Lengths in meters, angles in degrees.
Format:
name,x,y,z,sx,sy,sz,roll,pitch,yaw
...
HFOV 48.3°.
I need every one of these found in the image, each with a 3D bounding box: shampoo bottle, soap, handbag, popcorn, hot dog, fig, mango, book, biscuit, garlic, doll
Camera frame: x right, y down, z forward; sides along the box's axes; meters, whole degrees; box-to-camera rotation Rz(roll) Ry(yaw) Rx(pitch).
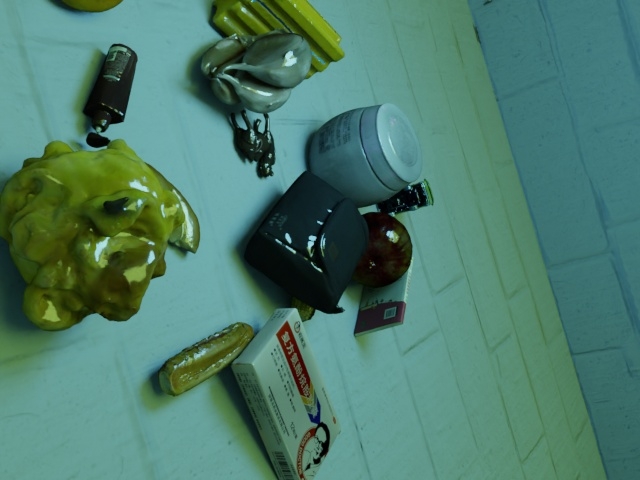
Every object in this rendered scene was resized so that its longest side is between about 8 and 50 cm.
name,x,y,z,sx,sy,sz,roll,pitch,yaw
shampoo bottle,0.127,-0.236,2.000,0.273,0.266,0.273,26,56,-47
soap,-0.108,-0.548,1.850,0.324,0.204,0.096,35,38,-45
handbag,0.000,-0.003,1.718,0.275,0.178,0.302,32,42,2
popcorn,-0.363,-0.019,1.173,0.297,0.281,0.316,-15,82,-29
hot dog,-0.229,0.234,1.454,0.289,0.068,0.083,-23,118,-61
fig,0.145,0.009,2.041,0.321,0.216,0.217,-94,159,-76
mango,-0.456,-0.511,1.417,0.115,0.090,0.178,56,39,-9
book,0.178,0.155,2.001,0.022,0.162,0.232,44,43,-30
biscuit,-0.351,-0.083,1.430,0.299,0.045,0.154,27,53,-49
garlic,-0.153,-0.419,1.694,0.237,0.210,0.292,24,35,-14
doll,-0.156,-0.239,1.778,0.139,0.057,0.165,-12,91,-60
shampoo bottle,-0.412,-0.282,1.401,0.067,0.068,0.237,41,46,-43

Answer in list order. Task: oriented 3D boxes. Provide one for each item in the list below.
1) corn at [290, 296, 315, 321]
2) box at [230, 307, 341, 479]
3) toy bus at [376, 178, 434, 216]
name,x,y,z,sx,sy,sz,roll,pitch,yaw
corn,-0.033,0.113,1.794,0.072,0.072,0.203,44,43,-37
box,-0.066,0.356,1.596,0.214,0.069,0.353,-50,129,-52
toy bus,0.268,-0.131,2.248,0.101,0.174,0.088,-19,93,-60
